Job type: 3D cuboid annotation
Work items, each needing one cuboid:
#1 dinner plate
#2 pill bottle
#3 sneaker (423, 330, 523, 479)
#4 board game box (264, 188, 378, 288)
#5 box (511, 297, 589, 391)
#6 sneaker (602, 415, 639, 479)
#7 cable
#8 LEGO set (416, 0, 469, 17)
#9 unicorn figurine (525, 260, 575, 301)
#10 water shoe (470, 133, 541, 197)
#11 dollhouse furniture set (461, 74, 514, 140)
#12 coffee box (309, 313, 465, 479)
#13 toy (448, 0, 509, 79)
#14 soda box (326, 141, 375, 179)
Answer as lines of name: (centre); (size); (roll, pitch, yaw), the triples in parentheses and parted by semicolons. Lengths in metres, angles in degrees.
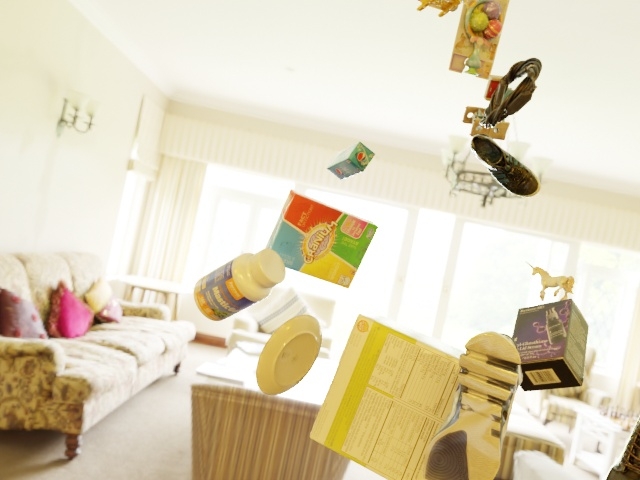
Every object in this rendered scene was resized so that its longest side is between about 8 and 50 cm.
dinner plate: (-0.043, 0.183, 0.884); (0.017, 0.141, 0.141); (26, 8, 39)
pill bottle: (-0.239, 0.128, 1.689); (0.271, 0.153, 0.152); (-29, -25, 31)
sneaker: (0.309, 0.308, 1.057); (0.127, 0.316, 0.182); (20, 12, 27)
board game box: (0.000, 0.000, 1.851); (0.316, 0.242, 0.064); (20, 12, -22)
box: (0.577, 0.264, 1.431); (0.153, 0.207, 0.108); (-21, -64, 40)
sneaker: (0.531, 0.368, 0.947); (0.222, 0.118, 0.083); (-34, 36, -33)
cable: (0.426, -0.336, 1.291); (0.047, 0.151, 0.184); (26, -41, -14)
LEGO set: (0.193, -0.458, 0.911); (0.132, 0.107, 0.287); (-24, -5, 17)
unicorn figurine: (0.719, 0.133, 1.771); (0.161, 0.111, 0.060); (5, -28, 36)
water shoe: (0.435, -0.174, 1.350); (0.203, 0.073, 0.080); (43, 21, 11)
dollhouse furniture set: (0.588, -0.466, 1.963); (0.128, 0.184, 0.129); (5, 34, -6)
coffee box: (0.221, 0.414, 1.500); (0.334, 0.339, 0.337); (22, -1, 18)
toy: (0.424, -0.545, 1.454); (0.136, 0.238, 0.056); (5, 19, -24)
soda box: (0.094, -0.253, 1.816); (0.067, 0.071, 0.210); (37, -12, -14)
